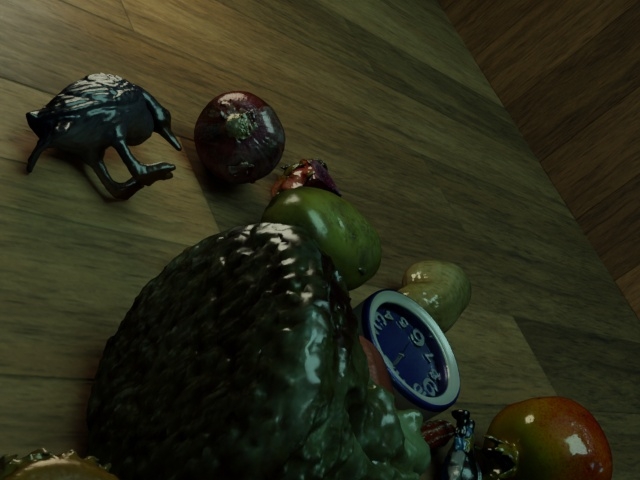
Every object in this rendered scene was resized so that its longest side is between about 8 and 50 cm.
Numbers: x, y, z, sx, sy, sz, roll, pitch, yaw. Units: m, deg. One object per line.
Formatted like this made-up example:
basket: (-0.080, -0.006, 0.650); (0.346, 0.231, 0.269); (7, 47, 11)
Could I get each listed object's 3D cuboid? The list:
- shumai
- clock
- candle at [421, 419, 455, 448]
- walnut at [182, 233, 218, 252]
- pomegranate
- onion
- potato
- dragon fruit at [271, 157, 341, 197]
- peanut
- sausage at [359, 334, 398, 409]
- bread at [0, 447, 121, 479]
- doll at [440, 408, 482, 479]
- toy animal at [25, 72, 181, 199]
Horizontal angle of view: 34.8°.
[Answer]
shumai: (-0.036, 0.203, 1.132); (0.348, 0.395, 0.395); (36, 28, -28)
clock: (0.135, 0.198, 1.735); (0.230, 0.083, 0.230); (33, 37, -30)
candle: (0.137, 0.323, 1.622); (0.051, 0.048, 0.329); (52, 23, 22)
walnut: (-0.142, 0.061, 1.492); (0.170, 0.069, 0.143); (4, 53, -56)
pomegranate: (0.378, 0.374, 1.763); (0.256, 0.221, 0.221); (6, 48, -35)
onion: (-0.137, -0.168, 1.743); (0.159, 0.159, 0.195); (53, -8, 5)
potato: (0.001, 0.001, 1.717); (0.197, 0.148, 0.228); (42, 21, 13)
dragon fruit: (-0.031, -0.113, 1.884); (0.147, 0.102, 0.096); (25, 41, -60)
peanut: (0.206, 0.114, 1.947); (0.137, 0.122, 0.253); (35, 28, 7)
sausage: (0.035, 0.249, 1.429); (0.152, 0.152, 0.280); (35, 27, -30)
bread: (-0.208, 0.358, 0.840); (0.236, 0.183, 0.389); (12, 45, -50)
doll: (0.231, 0.376, 1.666); (0.096, 0.070, 0.195); (51, 38, -45)
toy animal: (-0.305, -0.154, 1.457); (0.298, 0.122, 0.185); (-6, 70, -53)
